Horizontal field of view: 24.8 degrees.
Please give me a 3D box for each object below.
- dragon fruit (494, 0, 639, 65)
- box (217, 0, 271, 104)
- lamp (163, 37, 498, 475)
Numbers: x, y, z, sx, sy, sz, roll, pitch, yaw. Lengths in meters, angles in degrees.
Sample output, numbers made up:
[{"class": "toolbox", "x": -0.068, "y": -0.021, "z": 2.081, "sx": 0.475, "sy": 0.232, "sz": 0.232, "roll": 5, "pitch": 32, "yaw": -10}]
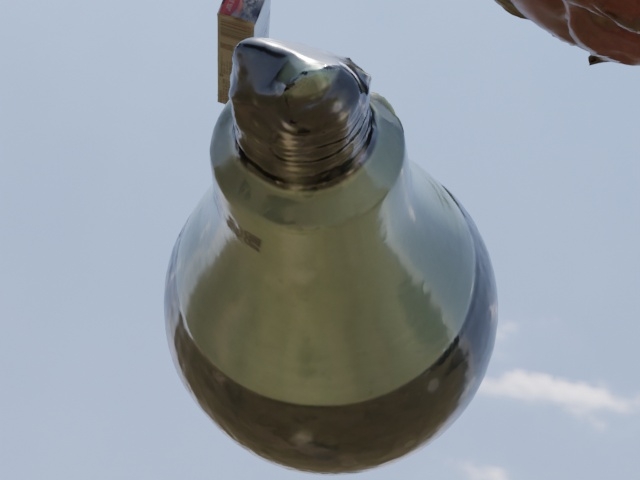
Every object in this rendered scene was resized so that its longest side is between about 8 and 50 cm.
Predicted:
[{"class": "dragon fruit", "x": 0.244, "y": -0.284, "z": 1.089, "sx": 0.329, "sy": 0.329, "sz": 0.329, "roll": 12, "pitch": -26, "yaw": 6}, {"class": "box", "x": -0.079, "y": -0.198, "z": 1.486, "sx": 0.040, "sy": 0.055, "sz": 0.218, "roll": 18, "pitch": -17, "yaw": 2}, {"class": "lamp", "x": -0.013, "y": -0.005, "z": 0.743, "sx": 0.182, "sy": 0.182, "sz": 0.314, "roll": 3, "pitch": -37, "yaw": 22}]
